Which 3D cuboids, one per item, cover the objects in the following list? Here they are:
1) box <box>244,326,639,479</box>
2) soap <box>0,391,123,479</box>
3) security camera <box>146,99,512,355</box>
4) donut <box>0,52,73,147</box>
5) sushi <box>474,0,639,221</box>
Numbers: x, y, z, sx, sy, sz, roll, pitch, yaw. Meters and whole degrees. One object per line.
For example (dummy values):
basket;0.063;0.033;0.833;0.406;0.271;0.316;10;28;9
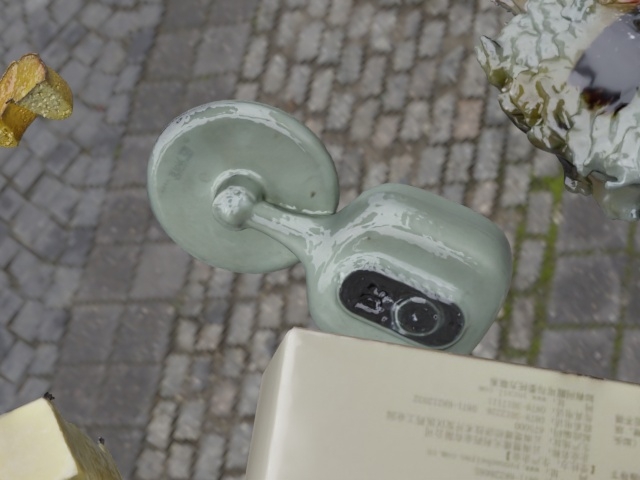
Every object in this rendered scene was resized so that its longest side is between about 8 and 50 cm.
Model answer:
box;0.074;0.132;0.532;0.212;0.095;0.168;10;73;-5
soap;-0.195;0.127;0.580;0.252;0.092;0.037;-23;68;0
security camera;0.000;0.000;1.269;0.080;0.301;0.157;-71;7;-55
donut;-0.211;-0.093;1.151;0.083;0.038;0.067;-54;38;13
sushi;0.145;-0.066;0.760;0.226;0.103;0.097;46;131;44
